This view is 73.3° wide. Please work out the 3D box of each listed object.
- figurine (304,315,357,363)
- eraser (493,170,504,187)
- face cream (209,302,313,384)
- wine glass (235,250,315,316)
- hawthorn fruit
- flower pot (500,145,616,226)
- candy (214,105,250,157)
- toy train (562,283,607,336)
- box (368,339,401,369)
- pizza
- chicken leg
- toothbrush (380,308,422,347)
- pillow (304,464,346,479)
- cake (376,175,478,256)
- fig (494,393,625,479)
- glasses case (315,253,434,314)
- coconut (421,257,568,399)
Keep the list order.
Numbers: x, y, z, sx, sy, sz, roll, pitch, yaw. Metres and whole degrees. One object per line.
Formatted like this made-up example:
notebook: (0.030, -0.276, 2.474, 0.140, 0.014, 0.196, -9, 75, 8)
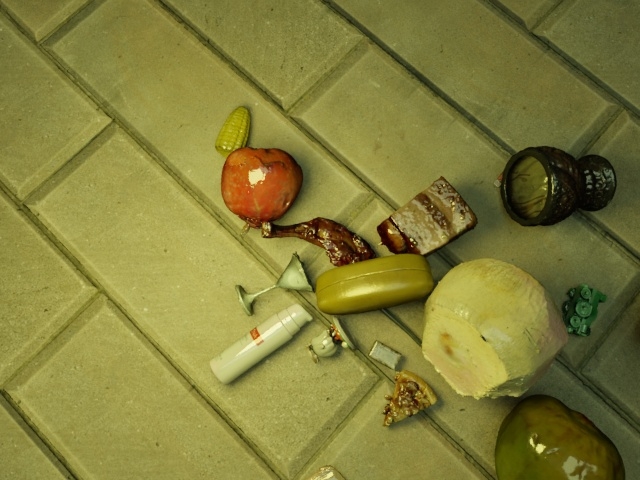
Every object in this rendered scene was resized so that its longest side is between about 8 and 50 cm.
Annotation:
figurine: (0.026, 0.335, 1.386, 0.154, 0.132, 0.132, -35, 81, 6)
eraser: (0.655, -0.230, 1.538, 0.027, 0.019, 0.099, 42, 83, 7)
face cream: (-0.186, 0.323, 1.388, 0.346, 0.102, 0.102, -36, 81, -7)
wine glass: (-0.150, 0.150, 1.406, 0.232, 0.156, 0.156, -25, 80, 0)
hawthorn fruit: (-0.206, -0.158, 1.412, 0.276, 0.276, 0.307, 17, 102, 3)
flower pot: (0.787, -0.180, 1.419, 0.267, 0.266, 0.266, -4, 79, -12)
candy: (-0.302, -0.388, 1.532, 0.106, 0.094, 0.198, 15, 72, 4)
toy train: (0.867, 0.235, 1.426, 0.105, 0.071, 0.178, 28, 79, -6)
box: (0.210, 0.373, 1.407, 0.098, 0.045, 0.062, 31, 80, 4)
pizza: (0.264, 0.516, 1.366, 0.154, 0.069, 0.194, 41, 80, 6)
chicken leg: (0.000, 0.000, 1.434, 0.407, 0.096, 0.158, 20, 54, -13)
toothbrush: (0.276, 0.287, 1.432, 0.297, 0.030, 0.030, 40, 73, 7)
pillow: (-0.023, 0.820, 1.310, 0.270, 0.067, 0.173, -34, 75, -6)
cake: (0.331, -0.039, 1.410, 0.293, 0.196, 0.198, -34, 83, -8)
fig: (0.657, 0.636, 1.232, 0.344, 0.343, 0.343, 0, 79, 0)
glasses case: (0.160, 0.148, 1.336, 0.371, 0.173, 0.141, -14, 60, 15)
coconut: (0.508, 0.235, 1.271, 0.405, 0.404, 0.404, 0, 79, 0)
